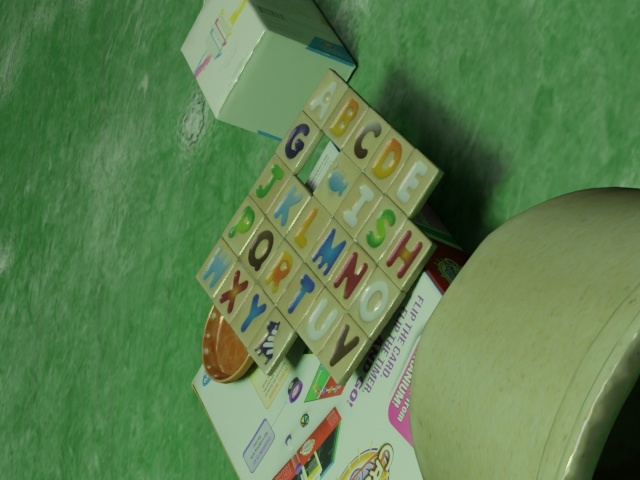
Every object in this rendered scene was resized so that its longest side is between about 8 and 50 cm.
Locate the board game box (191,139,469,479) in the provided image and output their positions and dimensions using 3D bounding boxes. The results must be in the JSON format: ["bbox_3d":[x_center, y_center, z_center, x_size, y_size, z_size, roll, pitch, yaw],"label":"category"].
[{"bbox_3d":[0.028,0.106,1.316,0.242,0.064,0.316,-60,33,20],"label":"board game box"}]

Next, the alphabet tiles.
[{"bbox_3d":[0.000,0.000,1.332,0.198,0.009,0.237,-57,33,11],"label":"alphabet tiles"}]

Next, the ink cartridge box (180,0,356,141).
[{"bbox_3d":[-0.049,-0.160,1.552,0.090,0.092,0.143,-59,32,21],"label":"ink cartridge box"}]

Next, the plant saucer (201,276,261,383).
[{"bbox_3d":[-0.064,0.069,1.404,0.083,0.013,0.083,-35,46,46],"label":"plant saucer"}]

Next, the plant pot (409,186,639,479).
[{"bbox_3d":[0.195,0.101,0.853,0.334,0.333,0.305,-70,19,3],"label":"plant pot"}]
